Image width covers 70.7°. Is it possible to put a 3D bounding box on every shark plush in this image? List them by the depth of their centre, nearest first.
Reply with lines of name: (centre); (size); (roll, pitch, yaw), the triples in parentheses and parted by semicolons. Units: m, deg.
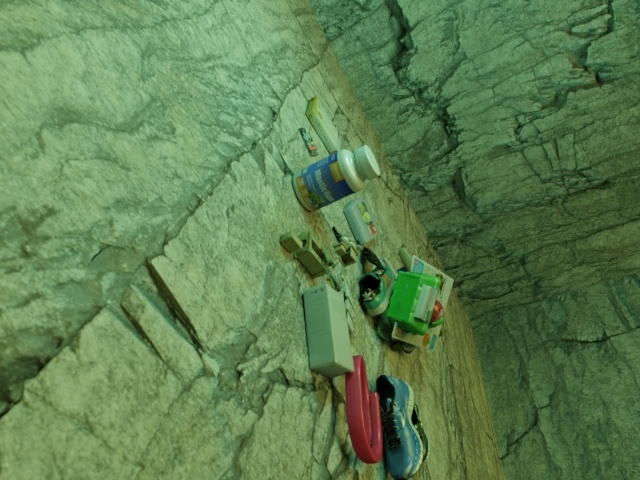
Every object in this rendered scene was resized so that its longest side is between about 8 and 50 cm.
shark plush: (0.094, 0.011, 1.748); (0.161, 0.073, 0.067); (34, 13, -21)

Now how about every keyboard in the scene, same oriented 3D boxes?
keyboard: (0.216, 0.059, 1.872); (0.100, 0.038, 0.192); (30, 11, -11)

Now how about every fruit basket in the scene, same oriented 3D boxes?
fruit basket: (0.424, 0.263, 1.797); (0.353, 0.166, 0.326); (27, 77, -39)

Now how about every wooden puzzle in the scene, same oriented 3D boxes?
wooden puzzle: (0.455, 0.251, 2.127); (0.322, 0.081, 0.347); (-111, 177, -53)

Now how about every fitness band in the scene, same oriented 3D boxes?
fitness band: (0.118, 0.465, 1.259); (0.290, 0.054, 0.209); (-91, 160, -43)

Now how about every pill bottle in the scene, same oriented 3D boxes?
pill bottle: (0.055, -0.216, 1.532); (0.152, 0.272, 0.152); (50, 27, -37)

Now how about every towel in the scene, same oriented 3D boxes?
towel: (0.388, 0.267, 2.042); (0.331, 0.054, 0.317); (60, 4, -24)

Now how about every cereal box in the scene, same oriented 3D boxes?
cereal box: (0.018, -0.522, 2.063); (0.240, 0.048, 0.173); (55, 24, -29)

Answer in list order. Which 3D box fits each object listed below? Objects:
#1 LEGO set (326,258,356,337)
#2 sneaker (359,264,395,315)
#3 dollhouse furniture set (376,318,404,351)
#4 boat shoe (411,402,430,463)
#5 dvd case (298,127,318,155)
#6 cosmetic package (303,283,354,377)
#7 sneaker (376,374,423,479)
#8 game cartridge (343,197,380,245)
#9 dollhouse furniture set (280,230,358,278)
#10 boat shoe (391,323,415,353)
LEGO set: (0.056, 0.181, 1.482); (0.182, 0.060, 0.244); (-86, 155, -56)
sneaker: (0.221, 0.162, 1.781); (0.121, 0.108, 0.302); (64, 22, -20)
dollhouse furniture set: (0.261, 0.378, 1.780); (0.152, 0.059, 0.076); (34, 42, -23)
boat shoe: (0.320, 0.657, 1.572); (0.068, 0.081, 0.227); (52, 19, -29)
dvd case: (-0.047, -0.401, 1.833); (0.119, 0.013, 0.087); (66, 21, -6)
cosmetic package: (0.021, 0.250, 1.250); (0.117, 0.086, 0.230); (43, 34, -48)
sneaker: (0.214, 0.564, 1.383); (0.147, 0.130, 0.329); (37, 30, -28)
game cartridge: (0.189, -0.093, 2.041); (0.195, 0.060, 0.294); (63, 21, 0)
dollhouse furniture set: (0.000, 0.000, 1.339); (0.182, 0.161, 0.101); (53, 25, -36)
boat shoe: (0.346, 0.375, 1.924); (0.076, 0.080, 0.228); (87, -13, -52)
